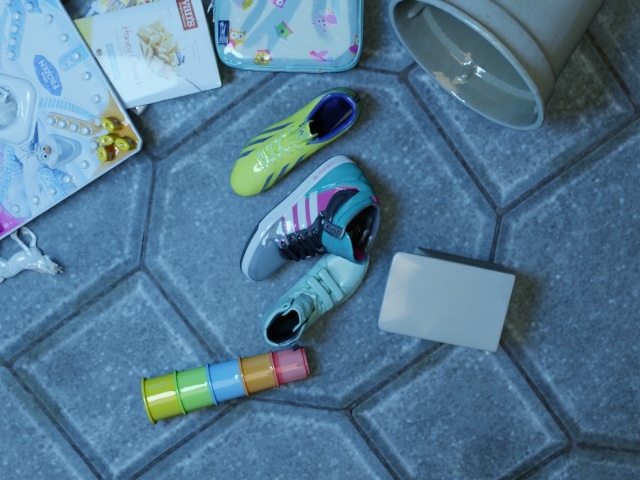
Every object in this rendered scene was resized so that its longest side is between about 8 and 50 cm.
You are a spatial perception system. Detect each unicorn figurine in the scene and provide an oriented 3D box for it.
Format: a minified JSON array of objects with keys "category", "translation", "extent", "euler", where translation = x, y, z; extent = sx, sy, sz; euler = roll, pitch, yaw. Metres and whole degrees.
[{"category":"unicorn figurine","translation":[-0.561,0.031,1.748],"extent":[0.161,0.060,0.111],"euler":[-23,100,18]}]

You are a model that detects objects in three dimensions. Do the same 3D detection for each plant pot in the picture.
[{"category":"plant pot","translation":[0.338,-0.413,1.598],"extent":[0.334,0.334,0.305],"euler":[40,84,-7]}]

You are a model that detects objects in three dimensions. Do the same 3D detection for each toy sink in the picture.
[{"category":"toy sink","translation":[0.223,0.103,1.745],"extent":[0.234,0.131,0.153],"euler":[11,98,-9]}]

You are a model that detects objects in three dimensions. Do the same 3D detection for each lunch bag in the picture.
[{"category":"lunch bag","translation":[-0.061,-0.414,1.666],"extent":[0.279,0.108,0.224],"euler":[2,99,-2]}]

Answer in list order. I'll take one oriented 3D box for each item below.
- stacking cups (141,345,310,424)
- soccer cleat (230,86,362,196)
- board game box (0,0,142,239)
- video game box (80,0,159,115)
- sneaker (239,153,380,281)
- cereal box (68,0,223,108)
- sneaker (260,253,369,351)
[{"category":"stacking cups","translation":[-0.179,0.266,1.772],"extent":[0.316,0.096,0.096],"euler":[-15,99,0]},{"category":"soccer cleat","translation":[-0.050,-0.183,1.695],"extent":[0.289,0.121,0.093],"euler":[-36,99,4]},{"category":"board game box","translation":[-0.570,-0.235,1.647],"extent":[0.390,0.050,0.390],"euler":[-30,93,15]},{"category":"video game box","translation":[-0.346,-0.364,1.696],"extent":[0.187,0.048,0.205],"euler":[36,96,-9]},{"category":"sneaker","translation":[0.000,0.000,1.696],"extent":[0.295,0.124,0.178],"euler":[-47,54,4]},{"category":"cereal box","translation":[-0.309,-0.330,1.653],"extent":[0.240,0.047,0.173],"euler":[-14,97,1]},{"category":"sneaker","translation":[-0.004,0.108,1.727],"extent":[0.256,0.151,0.094],"euler":[-42,96,3]}]
